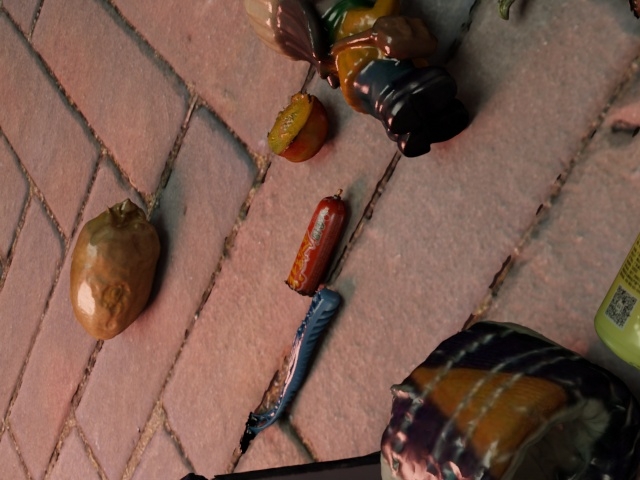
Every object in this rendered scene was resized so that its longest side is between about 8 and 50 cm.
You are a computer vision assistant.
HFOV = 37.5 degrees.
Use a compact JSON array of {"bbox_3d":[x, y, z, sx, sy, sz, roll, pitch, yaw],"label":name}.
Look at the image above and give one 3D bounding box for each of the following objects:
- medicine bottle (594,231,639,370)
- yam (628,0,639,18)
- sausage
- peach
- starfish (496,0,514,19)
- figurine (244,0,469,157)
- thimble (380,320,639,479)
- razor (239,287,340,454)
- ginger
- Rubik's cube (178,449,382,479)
[{"bbox_3d":[0.327,-0.002,0.770,0.124,0.124,0.238,41,116,44],"label":"medicine bottle"},{"bbox_3d":[0.340,-0.234,0.806,0.141,0.079,0.079,-6,82,48],"label":"yam"},{"bbox_3d":[0.000,0.000,1.209,0.050,0.048,0.145,-84,16,-71],"label":"sausage"},{"bbox_3d":[-0.024,-0.145,1.239,0.098,0.061,0.098,-39,36,35],"label":"peach"},{"bbox_3d":[0.196,-0.347,0.997,0.176,0.053,0.208,53,128,21],"label":"starfish"},{"bbox_3d":[0.026,-0.239,1.098,0.204,0.185,0.332,-21,61,9],"label":"figurine"},{"bbox_3d":[0.172,0.202,0.852,0.150,0.237,0.237,28,108,51],"label":"thimble"},{"bbox_3d":[-0.039,0.170,1.244,0.082,0.042,0.253,-74,10,-68],"label":"razor"},{"bbox_3d":[-0.343,0.058,1.539,0.267,0.138,0.152,-63,40,31],"label":"ginger"},{"bbox_3d":[-0.050,0.417,1.034,0.305,0.307,0.310,-42,55,42],"label":"Rubik's cube"}]
